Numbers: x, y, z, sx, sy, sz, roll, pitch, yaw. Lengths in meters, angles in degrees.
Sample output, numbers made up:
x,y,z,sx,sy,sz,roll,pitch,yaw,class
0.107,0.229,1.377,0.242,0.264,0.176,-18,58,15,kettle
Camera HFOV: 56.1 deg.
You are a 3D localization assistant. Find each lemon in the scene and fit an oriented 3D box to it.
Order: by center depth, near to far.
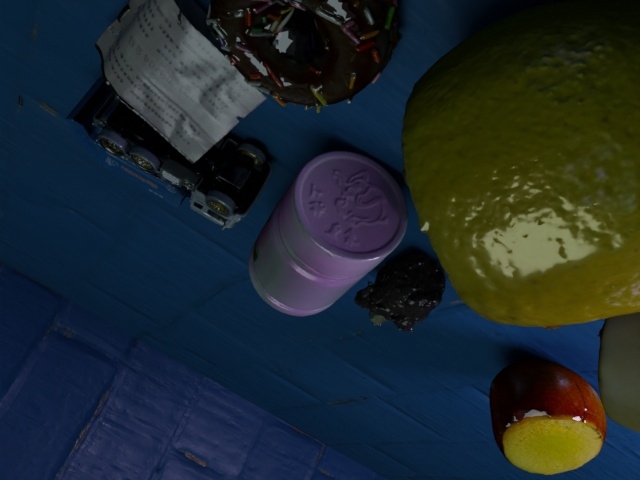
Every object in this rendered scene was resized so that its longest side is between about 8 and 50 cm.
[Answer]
x,y,z,sx,sy,sz,roll,pitch,yaw,class
0.287,-0.090,0.647,0.364,0.364,0.364,18,150,11,lemon

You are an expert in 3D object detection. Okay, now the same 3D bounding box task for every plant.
x,y,z,sx,sy,sz,roll,pitch,yaw,class
0.166,0.113,1.254,0.143,0.131,0.203,25,152,-6,plant

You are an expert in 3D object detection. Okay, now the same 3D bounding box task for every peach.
x,y,z,sx,sy,sz,roll,pitch,yaw,class
0.486,0.382,1.341,0.274,0.249,0.245,47,-177,-42,peach

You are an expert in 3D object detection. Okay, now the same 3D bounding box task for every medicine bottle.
x,y,z,sx,sy,sz,roll,pitch,yaw,class
0.000,0.000,1.113,0.212,0.212,0.325,28,151,-6,medicine bottle

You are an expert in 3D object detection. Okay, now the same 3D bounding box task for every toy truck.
x,y,z,sx,sy,sz,roll,pitch,yaw,class
-0.281,-0.164,1.131,0.367,0.146,0.175,31,157,-6,toy truck

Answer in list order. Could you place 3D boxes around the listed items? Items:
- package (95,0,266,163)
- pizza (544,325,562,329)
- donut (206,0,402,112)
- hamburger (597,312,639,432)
x,y,z,sx,sy,sz,roll,pitch,yaw,class
-0.233,-0.261,0.937,0.204,0.062,0.251,-32,102,37,package
0.422,0.108,1.137,0.161,0.062,0.182,3,149,22,pizza
-0.027,-0.285,0.791,0.270,0.103,0.269,19,149,12,donut
0.560,0.185,0.945,0.179,0.276,0.294,7,160,41,hamburger
